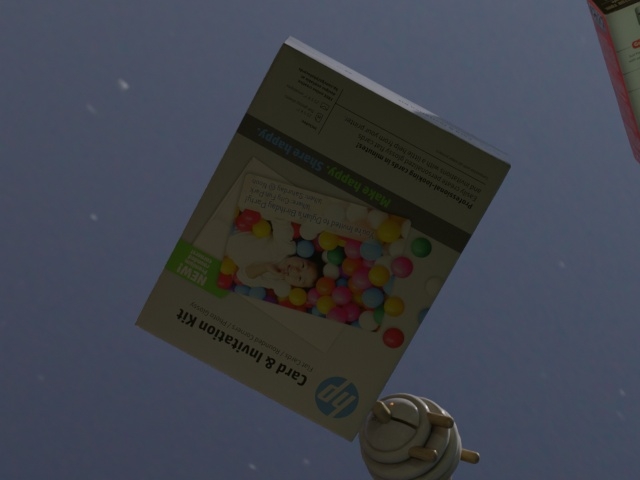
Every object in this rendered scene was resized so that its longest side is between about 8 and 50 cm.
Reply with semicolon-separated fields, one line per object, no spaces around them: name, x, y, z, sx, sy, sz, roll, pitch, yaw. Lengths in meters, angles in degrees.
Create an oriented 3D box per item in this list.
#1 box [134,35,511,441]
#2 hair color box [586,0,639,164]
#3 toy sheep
box;0.000;0.000;0.933;0.145;0.038;0.186;29;-76;-2
hair color box;0.235;-0.114;1.108;0.072;0.141;0.043;-22;-147;1
toy sheep;0.075;0.168;1.352;0.091;0.132;0.091;-16;-136;16
